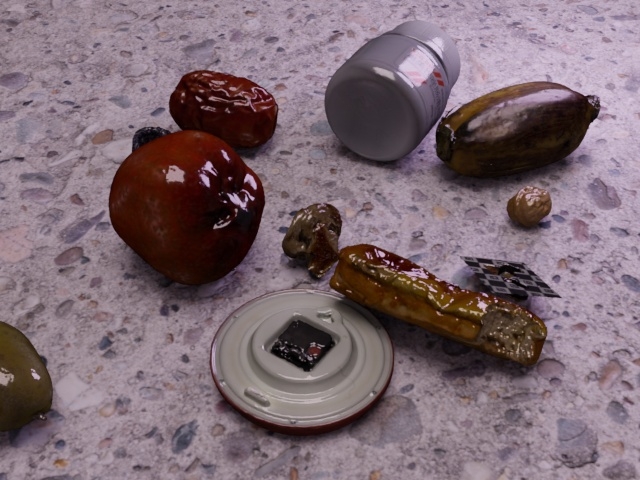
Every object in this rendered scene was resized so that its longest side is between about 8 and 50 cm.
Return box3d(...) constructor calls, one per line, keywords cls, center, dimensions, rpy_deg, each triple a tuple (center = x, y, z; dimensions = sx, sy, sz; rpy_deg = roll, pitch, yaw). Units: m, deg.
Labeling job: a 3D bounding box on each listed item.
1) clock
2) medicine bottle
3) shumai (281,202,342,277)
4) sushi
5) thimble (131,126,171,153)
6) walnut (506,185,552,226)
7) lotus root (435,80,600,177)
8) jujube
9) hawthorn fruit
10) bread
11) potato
box3d(cls="clock", center=(-0.031, 0.194, 1.517), dimensions=(0.318, 0.080, 0.319), rpy_deg=(-1, 41, 1))
box3d(cls="medicine bottle", center=(0.173, -0.350, 2.020), dimensions=(0.245, 0.245, 0.306), rpy_deg=(18, 43, 20))
box3d(cls="shumai", center=(-0.001, -0.007, 1.726), dimensions=(0.105, 0.123, 0.139), rpy_deg=(26, 33, 13))
box3d(cls="sushi", center=(0.347, 0.081, 1.646), dimensions=(0.139, 0.031, 0.201), rpy_deg=(6, 17, -10))
box3d(cls="thimble", center=(-0.381, -0.205, 1.993), dimensions=(0.095, 0.066, 0.104), rpy_deg=(17, 44, 15))
box3d(cls="walnut", center=(0.430, -0.070, 1.822), dimensions=(0.096, 0.083, 0.079), rpy_deg=(-27, 16, -35))
box3d(cls="lotus root", center=(0.436, -0.253, 1.954), dimensions=(0.397, 0.179, 0.196), rpy_deg=(-14, 45, -14))
box3d(cls="jujube", center=(-0.222, -0.299, 2.033), dimensions=(0.250, 0.174, 0.174), rpy_deg=(16, 42, 2))
box3d(cls="hawthorn fruit", center=(-0.258, -0.073, 1.675), dimensions=(0.311, 0.295, 0.295), rpy_deg=(33, 50, 28))
box3d(cls="bread", center=(0.205, 0.109, 1.537), dimensions=(0.380, 0.185, 0.109), rpy_deg=(22, 86, 23))
box3d(cls="potato", center=(-0.533, 0.220, 1.433), dimensions=(0.251, 0.159, 0.174), rpy_deg=(32, 57, 23))
